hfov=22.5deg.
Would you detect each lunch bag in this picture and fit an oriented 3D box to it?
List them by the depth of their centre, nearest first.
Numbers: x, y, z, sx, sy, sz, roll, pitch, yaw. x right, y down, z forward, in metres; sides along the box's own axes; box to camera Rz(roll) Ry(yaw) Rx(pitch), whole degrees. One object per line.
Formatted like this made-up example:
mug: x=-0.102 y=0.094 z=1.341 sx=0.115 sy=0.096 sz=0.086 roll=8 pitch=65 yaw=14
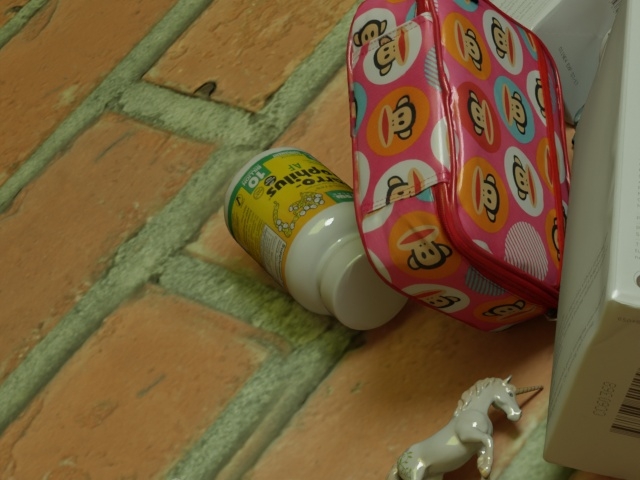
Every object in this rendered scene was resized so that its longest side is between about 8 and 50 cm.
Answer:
lunch bag: x=0.140 y=-0.069 z=1.432 sx=0.120 sy=0.258 sz=0.293 roll=-21 pitch=58 yaw=33

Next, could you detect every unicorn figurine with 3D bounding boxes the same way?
unicorn figurine: x=0.117 y=0.175 z=1.335 sx=0.162 sy=0.060 sz=0.111 roll=-25 pitch=40 yaw=8

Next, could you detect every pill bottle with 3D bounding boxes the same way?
pill bottle: x=0.000 y=0.000 z=1.549 sx=0.117 sy=0.118 sz=0.208 roll=-38 pitch=39 yaw=-7

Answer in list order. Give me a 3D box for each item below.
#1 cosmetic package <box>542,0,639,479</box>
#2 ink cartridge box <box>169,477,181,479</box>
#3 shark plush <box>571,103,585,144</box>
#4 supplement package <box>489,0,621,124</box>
cosmetic package: x=0.284 y=-0.018 z=1.279 sx=0.156 sy=0.217 sz=0.385 roll=13 pitch=51 yaw=2
ink cartridge box: x=-0.201 y=0.325 z=1.394 sx=0.224 sy=0.056 sz=0.181 roll=-24 pitch=40 yaw=7
shark plush: x=0.300 y=-0.147 z=1.546 sx=0.161 sy=0.067 sz=0.073 roll=-44 pitch=40 yaw=-14
supplement package: x=0.199 y=-0.240 z=1.652 sx=0.134 sy=0.139 sz=0.244 roll=-45 pitch=41 yaw=-13
